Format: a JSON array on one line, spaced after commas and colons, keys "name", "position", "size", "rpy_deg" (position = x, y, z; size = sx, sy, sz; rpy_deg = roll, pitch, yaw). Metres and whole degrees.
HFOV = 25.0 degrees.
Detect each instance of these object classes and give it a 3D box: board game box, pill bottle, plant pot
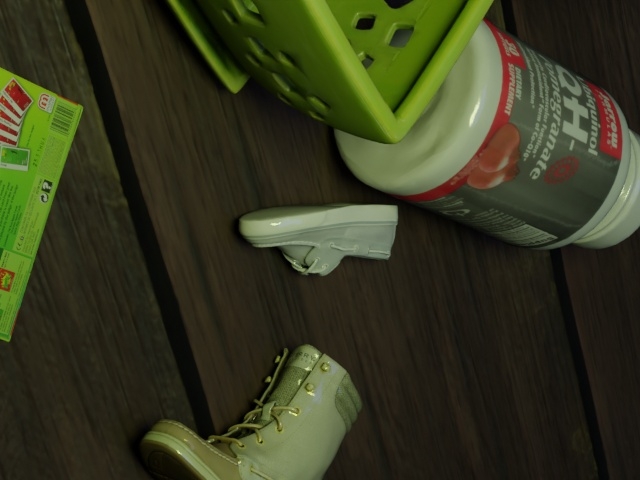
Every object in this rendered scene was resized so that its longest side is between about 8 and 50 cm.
[{"name": "board game box", "position": [-0.243, -0.028, 1.030], "size": [0.092, 0.043, 0.181], "rpy_deg": [25, 77, -43]}, {"name": "pill bottle", "position": [0.177, -0.090, 1.344], "size": [0.318, 0.176, 0.176], "rpy_deg": [19, 81, -44]}, {"name": "plant pot", "position": [-0.010, -0.236, 1.109], "size": [0.227, 0.207, 0.228], "rpy_deg": [-57, 138, -23]}]

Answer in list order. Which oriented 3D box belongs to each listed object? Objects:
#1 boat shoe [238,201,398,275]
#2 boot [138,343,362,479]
[{"name": "boat shoe", "position": [0.000, 0.000, 1.266], "size": [0.184, 0.066, 0.063], "rpy_deg": [-6, 98, -54]}, {"name": "boot", "position": [-0.052, 0.156, 1.217], "size": [0.213, 0.077, 0.165], "rpy_deg": [45, 64, -43]}]
